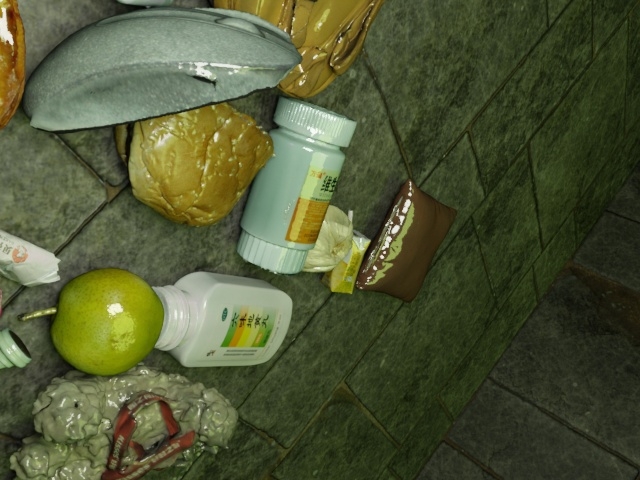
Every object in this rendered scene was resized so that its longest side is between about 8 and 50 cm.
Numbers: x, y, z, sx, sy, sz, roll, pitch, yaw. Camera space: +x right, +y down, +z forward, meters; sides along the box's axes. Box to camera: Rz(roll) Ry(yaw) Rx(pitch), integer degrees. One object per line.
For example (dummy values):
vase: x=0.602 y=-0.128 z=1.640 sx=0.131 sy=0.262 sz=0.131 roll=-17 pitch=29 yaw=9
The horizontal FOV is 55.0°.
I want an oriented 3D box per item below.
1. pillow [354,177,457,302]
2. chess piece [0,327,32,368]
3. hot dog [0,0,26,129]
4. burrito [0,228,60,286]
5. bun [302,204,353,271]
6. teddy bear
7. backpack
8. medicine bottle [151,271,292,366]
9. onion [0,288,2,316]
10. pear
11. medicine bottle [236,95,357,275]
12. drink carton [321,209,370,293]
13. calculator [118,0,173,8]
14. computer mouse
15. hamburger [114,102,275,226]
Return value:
pillow: x=0.235 y=0.011 z=1.640 sx=0.305 sy=0.108 sz=0.307 roll=19 pitch=97 yaw=-54
chess piece: x=-0.506 y=0.189 z=0.940 sx=0.103 sy=0.067 sz=0.067 roll=-36 pitch=137 yaw=-17
hot dog: x=-0.447 y=-0.221 z=0.692 sx=0.196 sy=0.122 sz=0.272 roll=-17 pitch=124 yaw=-41
burrito: x=-0.464 y=0.013 z=0.875 sx=0.064 sy=0.064 sz=0.203 roll=-56 pitch=144 yaw=-6
bun: x=0.000 y=0.000 z=1.359 sx=0.188 sy=0.111 sz=0.164 roll=29 pitch=88 yaw=-49
teddy bear: x=-0.377 y=0.394 z=1.107 sx=0.358 sy=0.224 sz=0.367 roll=15 pitch=104 yaw=-38
backpack: x=-0.031 y=-0.426 z=0.972 sx=0.354 sy=0.201 sz=0.377 roll=28 pitch=88 yaw=-54
medicine bottle: x=-0.207 y=0.158 z=1.215 sx=0.324 sy=0.124 sz=0.179 roll=15 pitch=101 yaw=-51
onion: x=-0.539 y=0.054 z=0.641 sx=0.260 sy=0.281 sz=0.336 roll=-28 pitch=151 yaw=4
pear: x=-0.368 y=0.124 z=0.996 sx=0.216 sy=0.166 sz=0.180 roll=18 pitch=111 yaw=-21
medicine bottle: x=-0.053 y=-0.104 z=1.191 sx=0.158 sy=0.158 sz=0.317 roll=4 pitch=111 yaw=-50
drink carton: x=0.067 y=0.024 z=1.480 sx=0.075 sy=0.084 sz=0.199 roll=11 pitch=107 yaw=-28
calculator: x=-0.219 y=-0.379 z=0.807 sx=0.246 sy=0.045 sz=0.141 roll=-88 pitch=-160 yaw=-72
computer mouse: x=-0.215 y=-0.237 z=0.798 sx=0.374 sy=0.203 sz=0.114 roll=-12 pitch=123 yaw=1
hamburger: x=-0.216 y=-0.136 z=1.007 sx=0.211 sy=0.133 sz=0.309 roll=-61 pitch=145 yaw=-5
